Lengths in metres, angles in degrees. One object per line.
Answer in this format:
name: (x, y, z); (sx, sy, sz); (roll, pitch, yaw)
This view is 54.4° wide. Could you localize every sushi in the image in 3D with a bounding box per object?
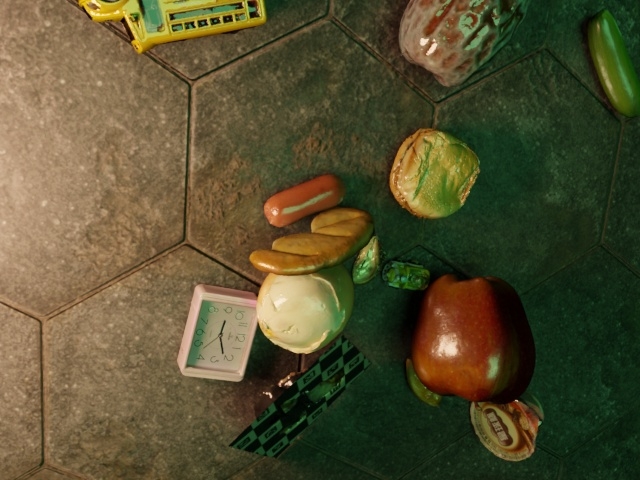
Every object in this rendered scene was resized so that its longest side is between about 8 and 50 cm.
sushi: (-0.053, 0.346, 1.431); (0.339, 0.069, 0.320); (-44, 153, -3)

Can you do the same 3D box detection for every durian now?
durian: (0.122, 0.053, 1.499); (0.066, 0.052, 0.130); (25, 91, 15)

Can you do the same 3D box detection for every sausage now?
sausage: (-0.032, -0.090, 1.381); (0.194, 0.077, 0.077); (-23, 110, -12)

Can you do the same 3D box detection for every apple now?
apple: (0.356, 0.239, 1.480); (0.288, 0.288, 0.317); (5, 76, -21)

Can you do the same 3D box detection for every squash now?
squash: (0.739, -0.441, 1.569); (0.082, 0.082, 0.292); (-35, 111, -9)

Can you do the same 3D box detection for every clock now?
clock: (-0.226, 0.207, 1.389); (0.150, 0.063, 0.197); (12, 99, -23)

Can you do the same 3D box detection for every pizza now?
pizza: (0.287, 0.352, 1.623); (0.131, 0.041, 0.178); (-45, 113, -2)

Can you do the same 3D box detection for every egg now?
egg: (-0.025, 0.124, 1.360); (0.201, 0.244, 0.201); (12, 123, 18)

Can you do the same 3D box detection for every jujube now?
jujube: (0.316, -0.484, 1.318); (0.215, 0.246, 0.308); (38, 103, 18)

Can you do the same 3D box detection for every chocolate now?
chocolate: (0.525, 0.465, 1.674); (0.147, 0.221, 0.221); (-21, 111, -36)

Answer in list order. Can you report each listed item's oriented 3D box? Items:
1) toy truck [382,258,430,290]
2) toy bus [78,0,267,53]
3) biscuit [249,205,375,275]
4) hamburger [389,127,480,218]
toy truck: (0.208, 0.088, 1.509); (0.111, 0.077, 0.076); (7, 100, -21)
toy bus: (-0.274, -0.443, 1.166); (0.331, 0.145, 0.151); (-17, 110, -16)
biscuit: (0.002, 0.002, 1.324); (0.299, 0.154, 0.045); (-34, 135, -40)
hamburger: (0.262, -0.151, 1.453); (0.213, 0.108, 0.214); (-5, 106, -19)
